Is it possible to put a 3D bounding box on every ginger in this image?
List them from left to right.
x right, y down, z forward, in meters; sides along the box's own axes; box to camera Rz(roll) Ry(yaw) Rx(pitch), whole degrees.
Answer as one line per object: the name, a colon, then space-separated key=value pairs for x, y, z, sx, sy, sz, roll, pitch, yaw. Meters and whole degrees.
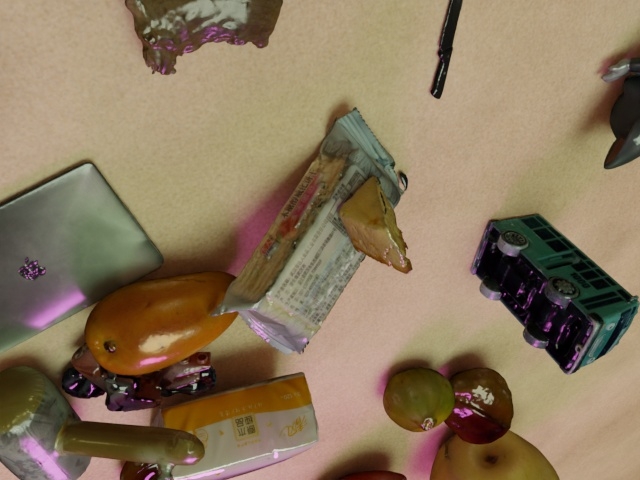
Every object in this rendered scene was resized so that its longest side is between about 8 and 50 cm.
ginger: x=-0.047 y=-0.252 z=0.635 sx=0.290 sy=0.084 sz=0.122 roll=-25 pitch=129 yaw=-9

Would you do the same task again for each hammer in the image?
hammer: x=-0.293 y=0.263 z=0.846 sx=0.305 sy=0.113 sz=0.202 roll=3 pitch=139 yaw=14

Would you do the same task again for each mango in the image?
mango: x=-0.192 y=0.095 z=0.829 sx=0.219 sy=0.145 sz=0.112 roll=-24 pitch=103 yaw=-32

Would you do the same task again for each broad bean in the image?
broad bean: x=0.322 y=0.340 z=1.338 sx=0.156 sy=0.122 sz=0.228 roll=-14 pitch=132 yaw=17

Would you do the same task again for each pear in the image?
pear: x=0.396 y=0.577 z=1.469 sx=0.309 sy=0.309 sz=0.309 roll=-16 pitch=134 yaw=-17

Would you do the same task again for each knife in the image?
knife: x=0.161 y=-0.256 z=0.804 sx=0.023 sy=0.010 sz=0.170 roll=-14 pitch=132 yaw=-26

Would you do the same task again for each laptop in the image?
laptop: x=-0.345 y=0.032 z=0.766 sx=0.269 sy=0.015 sz=0.188 roll=-29 pitch=136 yaw=-4

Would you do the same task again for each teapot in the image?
teapot: x=-0.282 y=0.396 z=1.074 sx=0.129 sy=0.078 sz=0.098 roll=-43 pitch=135 yaw=11

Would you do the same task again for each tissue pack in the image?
tissue pack: x=-0.138 y=0.303 z=1.002 sx=0.225 sy=0.124 sz=0.185 roll=-9 pitch=160 yaw=-23

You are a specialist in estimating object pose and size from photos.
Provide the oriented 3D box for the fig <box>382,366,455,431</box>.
fig: x=0.187 y=0.306 z=1.236 sx=0.136 sy=0.121 sz=0.153 roll=-35 pitch=160 yaw=15

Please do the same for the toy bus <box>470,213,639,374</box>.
toy bus: x=0.378 y=0.078 z=1.043 sx=0.147 sy=0.256 sz=0.128 roll=-11 pitch=132 yaw=-25

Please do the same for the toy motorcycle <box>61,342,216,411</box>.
toy motorcycle: x=-0.252 y=0.181 z=0.891 sx=0.212 sy=0.084 sz=0.118 roll=0 pitch=133 yaw=-10

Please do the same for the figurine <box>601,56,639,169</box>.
figurine: x=0.534 y=-0.235 z=0.944 sx=0.193 sy=0.140 sz=0.265 roll=-18 pitch=161 yaw=-39

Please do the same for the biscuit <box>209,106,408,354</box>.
biscuit: x=0.003 y=0.002 z=0.843 sx=0.186 sy=0.079 sz=0.309 roll=39 pitch=79 yaw=-49

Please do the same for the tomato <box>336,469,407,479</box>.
tomato: x=0.053 y=0.616 z=1.397 sx=0.309 sy=0.170 sz=0.309 roll=-50 pitch=153 yaw=-37

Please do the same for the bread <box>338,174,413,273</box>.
bread: x=0.084 y=-0.023 z=0.778 sx=0.080 sy=0.109 sz=0.084 roll=-43 pitch=126 yaw=-16
